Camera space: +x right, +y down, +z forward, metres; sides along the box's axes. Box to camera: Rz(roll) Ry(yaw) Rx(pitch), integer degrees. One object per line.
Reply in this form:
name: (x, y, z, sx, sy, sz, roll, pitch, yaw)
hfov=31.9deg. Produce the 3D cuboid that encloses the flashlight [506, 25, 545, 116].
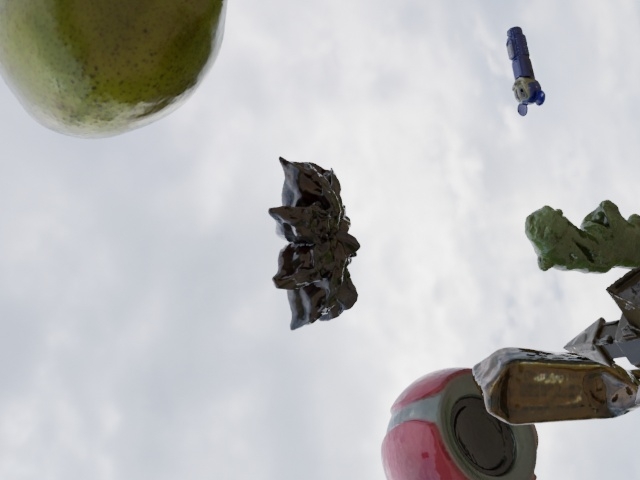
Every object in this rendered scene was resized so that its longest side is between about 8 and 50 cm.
flashlight: (0.269, -0.230, 1.501, 0.035, 0.057, 0.121, -1, -107, -29)

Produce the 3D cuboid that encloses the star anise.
star anise: (0.000, 0.001, 1.544, 0.236, 0.109, 0.223, 74, -168, -48)

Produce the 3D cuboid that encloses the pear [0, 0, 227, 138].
pear: (-0.252, -0.256, 1.307, 0.294, 0.294, 0.294, 23, -119, -50)

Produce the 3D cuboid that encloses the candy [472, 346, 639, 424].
candy: (0.360, 0.211, 1.614, 0.143, 0.271, 0.101, -81, -10, -77)

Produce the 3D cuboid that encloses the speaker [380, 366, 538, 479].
speaker: (0.252, 0.369, 2.020, 0.294, 0.294, 0.294, 23, -119, -50)

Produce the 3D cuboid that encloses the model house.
model house: (0.400, 0.132, 1.361, 0.181, 0.248, 0.176, 49, -132, -25)

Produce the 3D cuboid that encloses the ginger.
ginger: (0.498, -0.005, 2.076, 0.290, 0.089, 0.137, -4, -67, -23)
